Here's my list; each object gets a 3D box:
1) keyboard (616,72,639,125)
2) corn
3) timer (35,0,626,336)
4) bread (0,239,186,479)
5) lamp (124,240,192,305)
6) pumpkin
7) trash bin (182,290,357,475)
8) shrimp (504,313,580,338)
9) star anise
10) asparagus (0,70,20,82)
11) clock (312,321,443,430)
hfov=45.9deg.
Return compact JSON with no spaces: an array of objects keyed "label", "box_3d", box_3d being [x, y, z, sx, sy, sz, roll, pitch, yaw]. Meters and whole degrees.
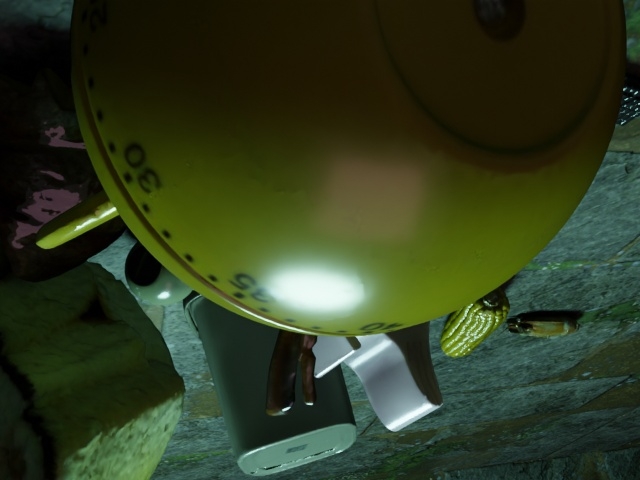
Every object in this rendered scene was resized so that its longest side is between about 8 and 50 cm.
[{"label":"keyboard","box_3d":[0.275,-0.164,0.809,0.231,0.023,0.072,8,149,-32]},{"label":"corn","box_3d":[0.266,0.147,1.324,0.080,0.080,0.231,-5,151,-10]},{"label":"timer","box_3d":[-0.009,-0.106,0.520,0.376,0.375,0.387,6,172,-29]},{"label":"bread","box_3d":[-0.287,0.166,0.814,0.264,0.395,0.239,10,120,-55]},{"label":"lamp","box_3d":[-0.181,0.040,0.977,0.091,0.090,0.163,-20,167,17]},{"label":"pumpkin","box_3d":[-0.219,-0.038,0.716,0.131,0.149,0.254,1,156,4]},{"label":"trash bin","box_3d":[-0.066,0.193,1.113,0.219,0.250,0.219,-16,152,-4]},{"label":"shrimp","box_3d":[0.426,0.168,1.475,0.180,0.041,0.099,6,163,-31]},{"label":"star anise","box_3d":[-0.008,0.006,0.730,0.148,0.346,0.237,-25,127,40]},{"label":"asparagus","box_3d":[-0.246,-0.127,0.702,0.016,0.016,0.163,0,165,43]},{"label":"clock","box_3d":[0.082,0.077,0.912,0.276,0.290,0.080,7,146,-39]}]
